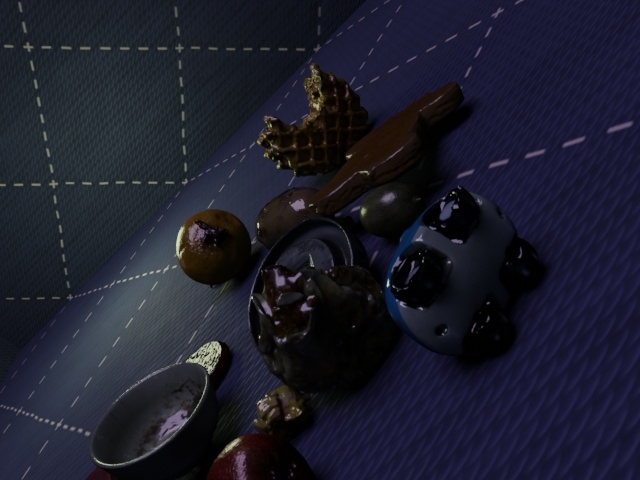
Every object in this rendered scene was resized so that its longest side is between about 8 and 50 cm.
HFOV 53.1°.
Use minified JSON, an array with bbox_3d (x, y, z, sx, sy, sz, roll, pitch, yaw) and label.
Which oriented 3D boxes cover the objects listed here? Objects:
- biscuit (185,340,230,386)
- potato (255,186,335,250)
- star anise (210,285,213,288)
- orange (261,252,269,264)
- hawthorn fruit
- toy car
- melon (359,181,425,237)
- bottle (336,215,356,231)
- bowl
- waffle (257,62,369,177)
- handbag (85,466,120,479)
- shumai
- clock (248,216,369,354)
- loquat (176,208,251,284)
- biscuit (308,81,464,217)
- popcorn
[{"bbox_3d":[-0.300,0.332,1.605,0.192,0.049,0.192,-32,27,19],"label":"biscuit"},{"bbox_3d":[-0.064,-0.054,1.667,0.262,0.165,0.165,-21,34,43],"label":"potato"},{"bbox_3d":[-0.330,0.087,2.061,0.141,0.042,0.141,-37,25,21],"label":"star anise"},{"bbox_3d":[-0.103,0.065,1.637,0.095,0.085,0.085,-22,32,26],"label":"orange"},{"bbox_3d":[-0.106,0.394,1.009,0.188,0.169,0.169,-34,26,38],"label":"hawthorn fruit"},{"bbox_3d":[0.194,0.050,0.989,0.255,0.188,0.190,-61,17,-21],"label":"toy car"},{"bbox_3d":[0.153,-0.064,1.339,0.167,0.114,0.114,-24,33,50],"label":"melon"},{"bbox_3d":[0.000,0.000,1.541,0.187,0.069,0.069,-31,21,-9],"label":"bottle"},{"bbox_3d":[-0.327,0.410,1.359,0.289,0.146,0.289,-23,24,11],"label":"bowl"},{"bbox_3d":[-0.018,-0.340,1.906,0.324,0.261,0.151,-49,15,-10],"label":"waffle"},{"bbox_3d":[-0.436,0.564,1.346,0.135,0.146,0.225,-46,24,-3],"label":"handbag"},{"bbox_3d":[-0.014,0.144,1.097,0.256,0.218,0.189,-43,52,8],"label":"shumai"},{"bbox_3d":[-0.030,0.107,1.339,0.319,0.066,0.319,-30,46,36],"label":"clock"},{"bbox_3d":[-0.320,0.018,1.910,0.244,0.244,0.244,-39,24,21],"label":"loquat"},{"bbox_3d":[0.170,-0.214,1.525,0.368,0.076,0.394,-28,18,38],"label":"biscuit"},{"bbox_3d":[-0.068,0.315,1.171,0.109,0.089,0.097,-52,-14,-34],"label":"popcorn"}]
